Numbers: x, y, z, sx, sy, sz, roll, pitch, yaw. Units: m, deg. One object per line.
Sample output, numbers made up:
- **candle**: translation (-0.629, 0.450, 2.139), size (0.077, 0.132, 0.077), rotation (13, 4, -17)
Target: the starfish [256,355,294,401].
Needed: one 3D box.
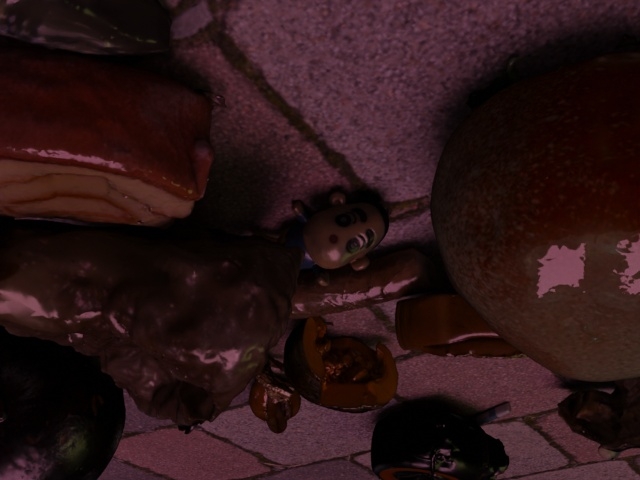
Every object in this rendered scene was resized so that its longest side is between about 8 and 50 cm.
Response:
- **starfish**: translation (-0.099, 0.180, 0.978), size (0.150, 0.053, 0.210), rotation (38, 173, 18)

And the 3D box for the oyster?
- **oyster**: translation (0.492, 0.225, 0.994), size (0.237, 0.115, 0.351), rotation (-26, 161, 0)

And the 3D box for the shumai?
- **shumai**: translation (-0.201, 0.034, 0.687), size (0.283, 0.217, 0.346), rotation (36, 161, -20)

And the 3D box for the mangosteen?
- **mangosteen**: translation (-0.413, 0.250, 0.957), size (0.287, 0.288, 0.288), rotation (0, 144, 0)

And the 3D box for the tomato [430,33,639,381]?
- **tomato**: translation (0.255, -0.013, 0.607), size (0.303, 0.239, 0.304), rotation (2, 142, 2)

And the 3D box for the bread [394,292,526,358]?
- **bread**: translation (0.201, 0.107, 0.834), size (0.236, 0.070, 0.236), rotation (1, 172, 0)

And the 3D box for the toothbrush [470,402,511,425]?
- **toothbrush**: translation (0.261, 0.363, 1.300), size (0.025, 0.019, 0.275), rotation (26, 137, -19)

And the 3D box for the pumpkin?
- **pumpkin**: translation (0.015, 0.185, 0.981), size (0.183, 0.119, 0.107), rotation (31, 132, -27)

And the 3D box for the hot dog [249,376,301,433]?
- **hot dog**: translation (-0.079, 0.281, 1.160), size (0.089, 0.060, 0.140), rotation (11, 146, -6)

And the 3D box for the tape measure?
- **tape measure**: translation (0.198, 0.389, 1.235), size (0.202, 0.135, 0.222), rotation (31, 139, -28)

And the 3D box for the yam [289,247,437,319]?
- **yam**: translation (-0.003, 0.065, 0.863), size (0.299, 0.066, 0.066), rotation (-11, 142, 15)

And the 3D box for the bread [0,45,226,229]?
- **bread**: translation (-0.208, -0.085, 0.596), size (0.244, 0.123, 0.190), rotation (1, 159, -4)

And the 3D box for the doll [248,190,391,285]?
- **doll**: translation (0.000, 0.000, 0.765), size (0.179, 0.102, 0.089), rotation (-22, -179, 22)

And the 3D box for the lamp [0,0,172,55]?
- **lamp**: translation (-0.220, -0.196, 0.491), size (0.250, 0.101, 0.101), rotation (14, 143, -36)
